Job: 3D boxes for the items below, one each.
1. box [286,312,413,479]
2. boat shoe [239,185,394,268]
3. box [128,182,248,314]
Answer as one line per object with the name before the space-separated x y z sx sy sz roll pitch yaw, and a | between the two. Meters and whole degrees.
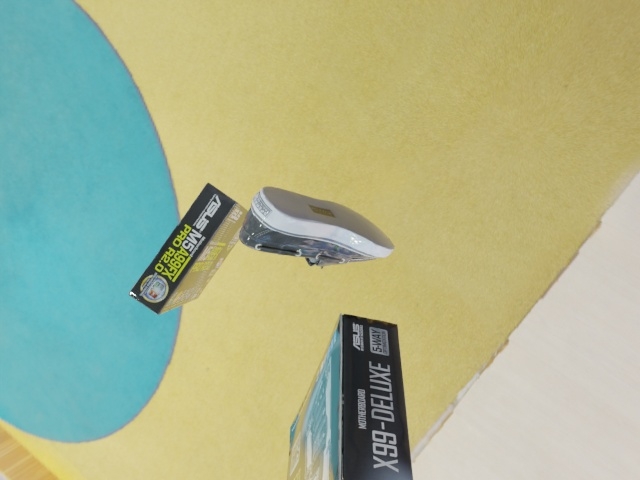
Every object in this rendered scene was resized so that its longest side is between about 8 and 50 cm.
box | 0.018 0.280 0.535 0.076 0.242 0.307 12 132 -7
boat shoe | 0.000 0.000 0.551 0.076 0.228 0.080 -52 52 23
box | -0.217 0.016 0.816 0.060 0.270 0.216 35 86 -1
